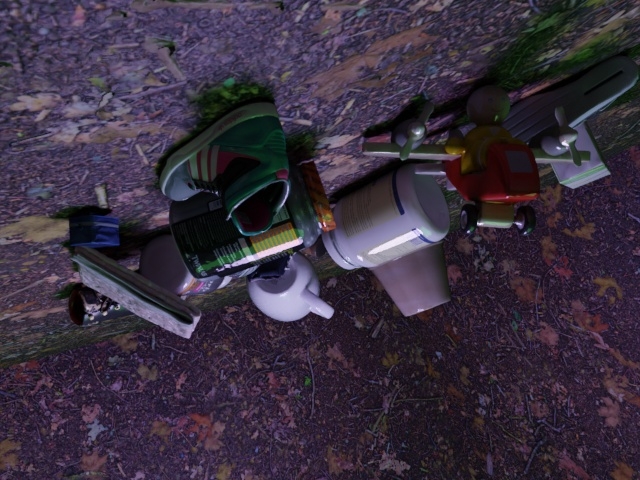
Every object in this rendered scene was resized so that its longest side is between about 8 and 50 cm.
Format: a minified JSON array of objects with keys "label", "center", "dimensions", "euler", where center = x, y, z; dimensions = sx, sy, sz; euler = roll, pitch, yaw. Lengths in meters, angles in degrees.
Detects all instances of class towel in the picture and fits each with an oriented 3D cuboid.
[{"label":"towel","center":[-0.461,0.141,1.283],"dimensions":[0.053,0.332,0.317],"euler":[-61,-172,-23]}]

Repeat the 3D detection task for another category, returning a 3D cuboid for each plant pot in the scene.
[{"label":"plant pot","center":[0.363,0.131,1.972],"dimensions":[0.323,0.280,0.323],"euler":[-20,171,-4]}]

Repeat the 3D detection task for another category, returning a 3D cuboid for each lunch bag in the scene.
[{"label":"lunch bag","center":[-0.448,-0.022,1.004],"dimensions":[0.067,0.065,0.098],"euler":[-5,175,14]}]

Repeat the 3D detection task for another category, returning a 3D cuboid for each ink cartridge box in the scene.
[{"label":"ink cartridge box","center":[0.730,-0.265,1.470],"dimensions":[0.119,0.207,0.353],"euler":[-26,168,31]}]

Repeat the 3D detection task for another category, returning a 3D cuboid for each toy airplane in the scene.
[{"label":"toy airplane","center":[0.343,-0.198,1.102],"dimensions":[0.384,0.272,0.386],"euler":[21,-150,37]}]

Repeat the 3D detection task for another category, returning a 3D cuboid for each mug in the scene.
[{"label":"mug","center":[-0.110,0.182,1.954],"dimensions":[0.276,0.374,0.328],"euler":[-55,168,-11]}]

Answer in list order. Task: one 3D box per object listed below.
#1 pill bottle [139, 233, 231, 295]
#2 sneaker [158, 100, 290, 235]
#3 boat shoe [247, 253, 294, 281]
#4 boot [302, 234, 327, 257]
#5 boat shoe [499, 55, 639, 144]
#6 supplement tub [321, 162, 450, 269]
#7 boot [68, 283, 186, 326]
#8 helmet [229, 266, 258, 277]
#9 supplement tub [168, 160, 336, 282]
[{"label":"pill bottle","center":[-0.357,0.072,1.413],"dimensions":[0.162,0.162,0.278],"euler":[-21,170,14]},{"label":"sneaker","center":[-0.156,-0.085,0.863],"dimensions":[0.295,0.178,0.124],"euler":[-26,168,39]},{"label":"boat shoe","center":[-0.138,0.049,1.716],"dimensions":[0.340,0.158,0.127],"euler":[-8,166,-46]},{"label":"boot","center":[0.000,0.000,1.994],"dimensions":[0.115,0.112,0.305],"euler":[10,-172,25]},{"label":"boat shoe","center":[0.585,-0.306,1.221],"dimensions":[0.335,0.121,0.119],"euler":[-25,165,23]},{"label":"supplement tub","center":[0.185,-0.060,1.495],"dimensions":[0.325,0.235,0.235],"euler":[-25,169,34]},{"label":"boot","center":[-0.598,0.166,1.588],"dimensions":[0.284,0.138,0.377],"euler":[-10,173,-41]},{"label":"helmet","center":[-0.219,0.013,1.339],"dimensions":[0.169,0.161,0.169],"euler":[-20,171,-3]},{"label":"supplement tub","center":[-0.137,-0.046,1.078],"dimensions":[0.316,0.193,0.193],"euler":[-19,170,1]}]
